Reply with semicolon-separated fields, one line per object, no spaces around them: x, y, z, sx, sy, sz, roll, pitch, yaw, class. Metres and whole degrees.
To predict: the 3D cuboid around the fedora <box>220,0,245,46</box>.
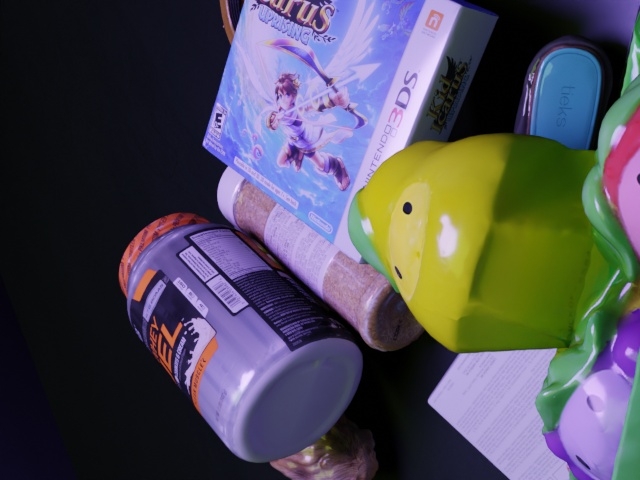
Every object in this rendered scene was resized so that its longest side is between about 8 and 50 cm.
-0.066;-0.319;1.113;0.194;0.079;0.194;33;132;47;fedora

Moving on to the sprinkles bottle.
0.000;0.000;1.065;0.355;0.121;0.121;39;130;45;sprinkles bottle

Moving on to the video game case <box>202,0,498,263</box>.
0.009;-0.147;0.809;0.269;0.061;0.244;37;115;37;video game case

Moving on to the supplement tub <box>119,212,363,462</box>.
-0.112;0.106;1.037;0.316;0.194;0.193;40;131;39;supplement tub

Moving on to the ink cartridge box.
0.239;0.180;0.844;0.232;0.066;0.189;40;133;16;ink cartridge box

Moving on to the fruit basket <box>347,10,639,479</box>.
0.180;0.023;0.576;0.392;0.283;0.392;5;112;12;fruit basket

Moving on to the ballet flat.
0.210;-0.046;0.770;0.095;0.096;0.280;15;107;9;ballet flat

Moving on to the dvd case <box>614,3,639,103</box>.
0.324;-0.082;0.648;0.221;0.018;0.164;36;128;47;dvd case

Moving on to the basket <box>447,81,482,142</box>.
0.084;-0.157;0.876;0.204;0.154;0.226;3;98;52;basket

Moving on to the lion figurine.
-0.037;0.158;1.158;0.240;0.142;0.392;-11;85;50;lion figurine
